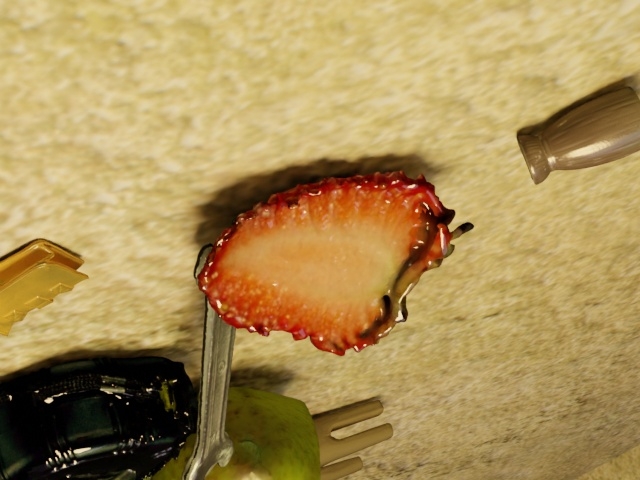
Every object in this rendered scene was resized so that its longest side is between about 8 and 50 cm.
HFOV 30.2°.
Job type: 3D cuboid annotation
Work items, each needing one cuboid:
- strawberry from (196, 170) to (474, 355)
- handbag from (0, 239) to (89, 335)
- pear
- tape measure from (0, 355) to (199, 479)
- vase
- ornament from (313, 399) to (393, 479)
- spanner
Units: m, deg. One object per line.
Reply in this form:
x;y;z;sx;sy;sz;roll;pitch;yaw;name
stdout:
-0.001;-0.002;0.926;0.208;0.087;0.167;22;107;-37;strawberry
-0.218;0.034;0.866;0.083;0.027;0.061;-29;154;12;handbag
-0.102;0.283;1.220;0.176;0.286;0.282;6;149;-13;pear
-0.225;0.185;1.079;0.186;0.112;0.199;3;144;-41;tape measure
0.212;-0.083;0.959;0.101;0.053;0.053;-22;157;10;vase
-0.050;0.295;1.513;0.245;0.061;0.230;-14;157;-20;ornament
-0.087;0.103;1.001;0.071;0.017;0.302;-37;147;-40;spanner
